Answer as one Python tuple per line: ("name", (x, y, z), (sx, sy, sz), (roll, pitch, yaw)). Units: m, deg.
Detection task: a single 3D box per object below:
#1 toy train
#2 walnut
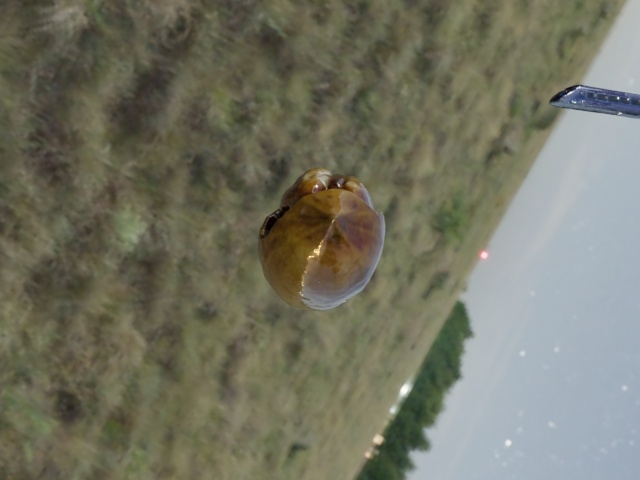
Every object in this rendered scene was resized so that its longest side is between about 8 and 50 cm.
("toy train", (0.194, -0.096, 0.738), (0.017, 0.083, 0.017), (176, -82, -66))
("walnut", (0.000, 0.000, 0.909), (0.116, 0.115, 0.207), (-59, 178, -10))
